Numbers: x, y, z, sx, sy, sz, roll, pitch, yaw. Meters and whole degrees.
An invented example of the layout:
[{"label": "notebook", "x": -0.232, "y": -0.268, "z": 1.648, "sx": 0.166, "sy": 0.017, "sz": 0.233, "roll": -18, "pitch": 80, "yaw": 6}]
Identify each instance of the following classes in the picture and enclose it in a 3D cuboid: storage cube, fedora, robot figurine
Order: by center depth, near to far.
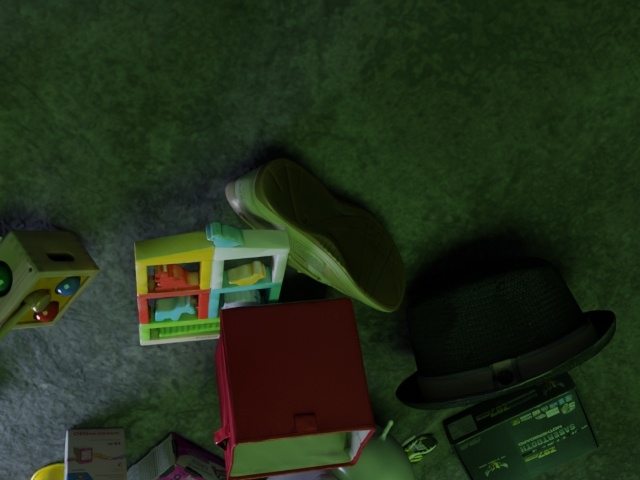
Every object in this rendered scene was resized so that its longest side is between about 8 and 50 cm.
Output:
[{"label": "storage cube", "x": -0.046, "y": 0.209, "z": 1.310, "sx": 0.214, "sy": 0.193, "sz": 0.184, "roll": -4, "pitch": 152, "yaw": -11}, {"label": "fedora", "x": 0.245, "y": 0.117, "z": 1.356, "sx": 0.333, "sy": 0.334, "sz": 0.153, "roll": -21, "pitch": 93, "yaw": 1}, {"label": "robot figurine", "x": 0.010, "y": 0.423, "z": 1.488, "sx": 0.353, "sy": 0.200, "sz": 0.300, "roll": -46, "pitch": 162, "yaw": 0}]

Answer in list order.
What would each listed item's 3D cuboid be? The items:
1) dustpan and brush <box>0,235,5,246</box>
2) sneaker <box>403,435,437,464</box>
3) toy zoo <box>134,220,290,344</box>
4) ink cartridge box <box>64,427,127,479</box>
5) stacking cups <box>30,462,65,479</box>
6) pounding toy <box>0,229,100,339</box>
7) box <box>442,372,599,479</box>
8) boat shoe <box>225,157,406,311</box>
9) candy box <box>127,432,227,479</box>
[{"label": "dustpan and brush", "x": -0.487, "y": 0.030, "z": 1.184, "sx": 0.211, "sy": 0.060, "sz": 0.147, "roll": -27, "pitch": 127, "yaw": 6}, {"label": "sneaker", "x": 0.166, "y": 0.364, "z": 1.620, "sx": 0.083, "sy": 0.031, "sz": 0.035, "roll": -28, "pitch": 141, "yaw": 12}, {"label": "toy zoo", "x": -0.146, "y": 0.057, "z": 1.239, "sx": 0.192, "sy": 0.030, "sz": 0.293, "roll": -5, "pitch": 150, "yaw": -11}, {"label": "ink cartridge box", "x": -0.338, "y": 0.341, "z": 1.412, "sx": 0.088, "sy": 0.122, "sz": 0.052, "roll": 2, "pitch": 121, "yaw": -16}, {"label": "stacking cups", "x": -0.387, "y": 0.474, "z": 1.374, "sx": 0.095, "sy": 0.316, "sz": 0.096, "roll": -6, "pitch": 125, "yaw": -8}, {"label": "pounding toy", "x": -0.369, "y": 0.067, "z": 1.177, "sx": 0.130, "sy": 0.100, "sz": 0.141, "roll": -47, "pitch": 160, "yaw": 20}, {"label": "box", "x": 0.349, "y": 0.337, "z": 1.624, "sx": 0.232, "sy": 0.059, "sz": 0.183, "roll": -25, "pitch": 129, "yaw": 5}, {"label": "boat shoe", "x": 0.000, "y": 0.000, "z": 1.273, "sx": 0.098, "sy": 0.109, "sz": 0.302, "roll": -12, "pitch": 140, "yaw": 45}, {"label": "candy box", "x": -0.261, "y": 0.434, "z": 1.531, "sx": 0.233, "sy": 0.071, "sz": 0.159, "roll": -41, "pitch": 125, "yaw": 17}]
